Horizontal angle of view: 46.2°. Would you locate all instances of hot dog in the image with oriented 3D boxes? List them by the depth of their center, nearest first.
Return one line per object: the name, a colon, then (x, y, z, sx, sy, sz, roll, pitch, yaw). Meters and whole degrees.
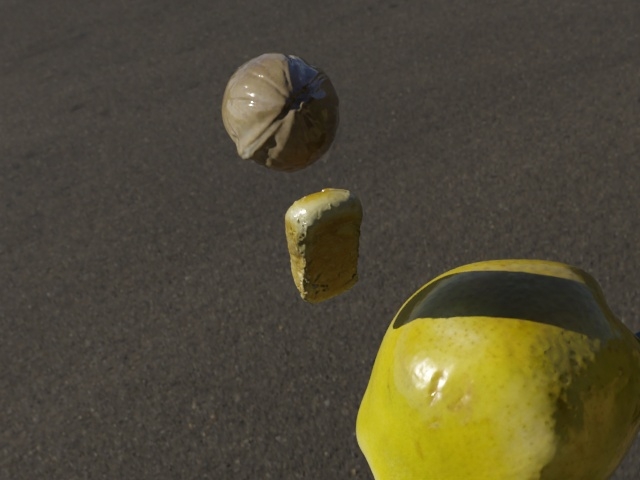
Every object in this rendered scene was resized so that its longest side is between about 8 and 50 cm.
hot dog: (0.000, 0.000, 0.928, 0.084, 0.242, 0.073, -25, 65, -11)

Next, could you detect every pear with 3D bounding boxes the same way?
pear: (0.245, 0.218, 1.052, 0.418, 0.362, 0.362, -43, 35, 9)

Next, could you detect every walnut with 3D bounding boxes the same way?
walnut: (-0.046, -0.148, 0.872, 0.140, 0.140, 0.162, -34, 1, -25)

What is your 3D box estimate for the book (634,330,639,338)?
book: (0.590, 0.187, 1.117, 0.264, 0.027, 0.202, -19, 58, -30)
